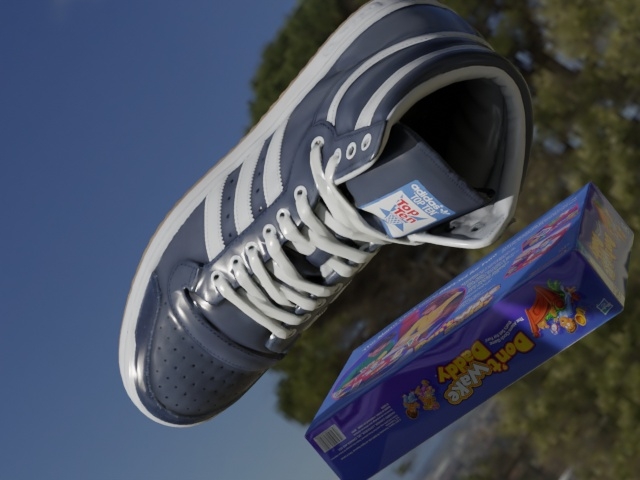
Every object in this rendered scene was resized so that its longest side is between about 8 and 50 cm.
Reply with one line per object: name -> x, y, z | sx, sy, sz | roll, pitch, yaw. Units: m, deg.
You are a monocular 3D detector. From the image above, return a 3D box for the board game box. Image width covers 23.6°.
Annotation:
board game box -> 0.161, 0.096, 1.604 | 0.347, 0.078, 0.233 | -37, 6, 23

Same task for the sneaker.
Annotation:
sneaker -> 0.000, 0.000, 0.801 | 0.282, 0.099, 0.153 | -53, 27, 5
